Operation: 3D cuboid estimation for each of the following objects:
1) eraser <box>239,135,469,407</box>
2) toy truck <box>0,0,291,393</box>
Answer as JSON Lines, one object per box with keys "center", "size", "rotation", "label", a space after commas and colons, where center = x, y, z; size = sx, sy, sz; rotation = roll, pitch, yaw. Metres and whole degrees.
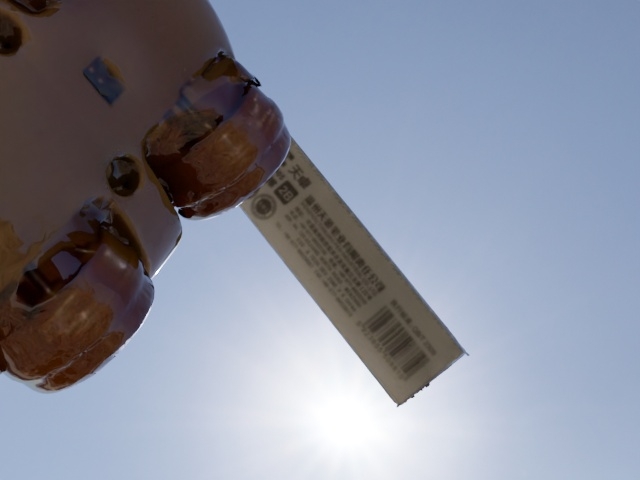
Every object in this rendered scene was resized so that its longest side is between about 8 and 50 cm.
{"center": [0.000, 0.000, 1.120], "size": [0.098, 0.096, 0.404], "rotation": [-39, -105, 2], "label": "eraser"}
{"center": [-0.175, -0.046, 0.515], "size": [0.211, 0.288, 0.204], "rotation": [-10, -53, 46], "label": "toy truck"}
